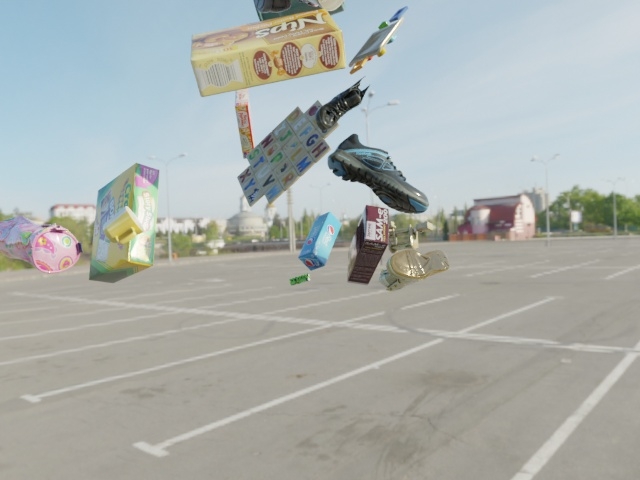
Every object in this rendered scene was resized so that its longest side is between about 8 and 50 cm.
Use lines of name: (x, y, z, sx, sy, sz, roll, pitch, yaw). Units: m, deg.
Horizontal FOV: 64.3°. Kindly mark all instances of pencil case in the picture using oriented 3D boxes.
pencil case: (-0.724, 0.006, 1.300, 0.284, 0.124, 0.124, 9, 8, 41)

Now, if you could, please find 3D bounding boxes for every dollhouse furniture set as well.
dollhouse furniture set: (0.337, -0.020, 2.071, 0.182, 0.101, 0.161, -14, -21, 40)

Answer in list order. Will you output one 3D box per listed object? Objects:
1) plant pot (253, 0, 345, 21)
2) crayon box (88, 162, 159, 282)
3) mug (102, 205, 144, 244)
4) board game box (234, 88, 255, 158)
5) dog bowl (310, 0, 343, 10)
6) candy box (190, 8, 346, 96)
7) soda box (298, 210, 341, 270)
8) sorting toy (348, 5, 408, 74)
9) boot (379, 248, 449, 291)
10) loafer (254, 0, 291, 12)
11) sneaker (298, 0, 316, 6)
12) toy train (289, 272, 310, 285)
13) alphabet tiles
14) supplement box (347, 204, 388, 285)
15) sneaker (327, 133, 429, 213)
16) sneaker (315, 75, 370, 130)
plant pot: (-0.082, -1.039, 2.091, 0.334, 0.341, 0.341, -9, -1, 13)
crayon box: (-0.712, -0.055, 1.844, 0.106, 0.363, 0.313, 15, -25, -42)
mug: (-0.397, -0.026, 1.014, 0.064, 0.062, 0.078, -33, 11, -8)
board game box: (-0.255, -0.399, 1.732, 0.045, 0.193, 0.147, -6, 40, -3)
dog bowl: (0.010, -0.763, 1.256, 0.102, 0.349, 0.349, 19, 7, 16)
candy box: (-0.118, -0.415, 1.116, 0.316, 0.087, 0.183, -12, 39, -4)
soda box: (0.000, 0.000, 1.737, 0.067, 0.071, 0.210, -22, 32, 39)
sorting toy: (0.207, -0.707, 1.848, 0.047, 0.348, 0.196, 44, -22, -24)
boot: (0.205, 0.081, 1.298, 0.213, 0.077, 0.165, -4, -18, -42)
loafer: (-0.121, -0.763, 1.341, 0.095, 0.302, 0.109, -12, 32, -29)
sneaker: (-0.072, -0.795, 1.619, 0.319, 0.112, 0.131, 7, -36, 38)
toy train: (-0.060, 0.114, 1.482, 0.083, 0.024, 0.017, -19, -4, 44)
alphabet tiles: (-0.103, -0.255, 1.479, 0.011, 0.342, 0.285, 40, 14, -40)
supplement box: (0.140, 0.019, 1.530, 0.073, 0.130, 0.239, 9, -35, -5)
sneaker: (0.193, -0.207, 1.548, 0.341, 0.140, 0.125, 33, -20, 8)
sneaker: (0.055, -0.324, 1.201, 0.089, 0.051, 0.170, -21, 25, 39)
